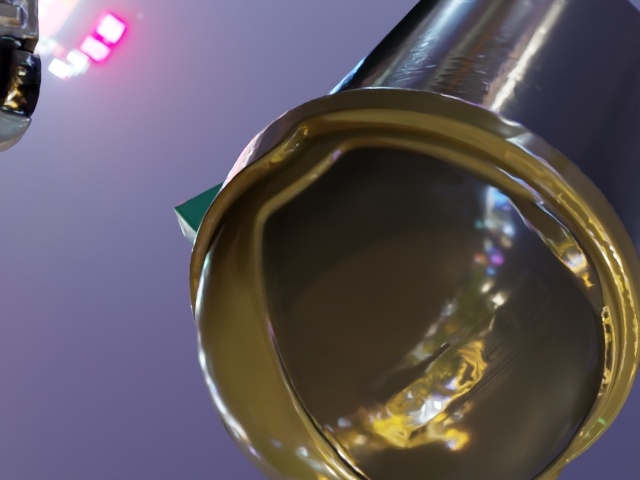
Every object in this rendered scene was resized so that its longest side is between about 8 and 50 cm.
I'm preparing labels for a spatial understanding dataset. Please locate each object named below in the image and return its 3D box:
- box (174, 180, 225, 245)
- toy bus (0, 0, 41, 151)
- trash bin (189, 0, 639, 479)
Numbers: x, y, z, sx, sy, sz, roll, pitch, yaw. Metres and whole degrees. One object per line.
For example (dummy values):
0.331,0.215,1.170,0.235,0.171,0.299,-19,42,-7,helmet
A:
0.000,0.000,1.257,0.161,0.042,0.226,-29,-141,-14,box
-0.246,-0.124,0.932,0.136,0.126,0.209,-43,-134,52,toy bus
0.066,0.001,0.764,0.214,0.214,0.334,-41,-174,38,trash bin
